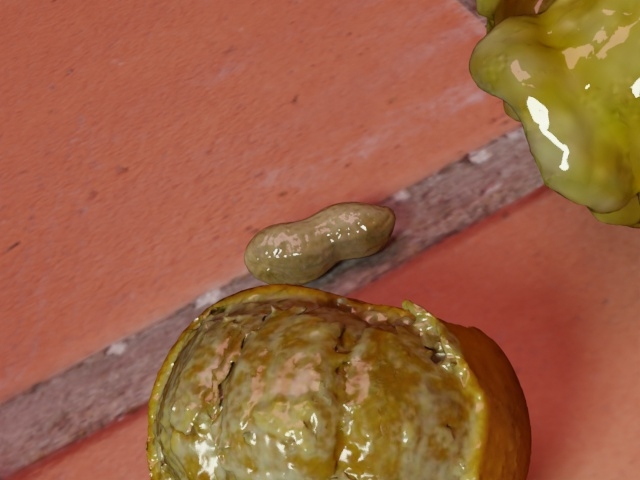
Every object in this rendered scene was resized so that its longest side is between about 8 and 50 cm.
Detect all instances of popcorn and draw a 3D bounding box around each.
[{"bbox_3d":[0.165,-0.099,0.714,0.217,0.181,0.235,-30,31,-5],"label":"popcorn"}]

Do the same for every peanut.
[{"bbox_3d":[0.000,0.000,0.817,0.083,0.037,0.037,-24,34,7],"label":"peanut"}]

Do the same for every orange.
[{"bbox_3d":[0.006,0.084,0.608,0.156,0.134,0.156,0,-3,0],"label":"orange"}]
